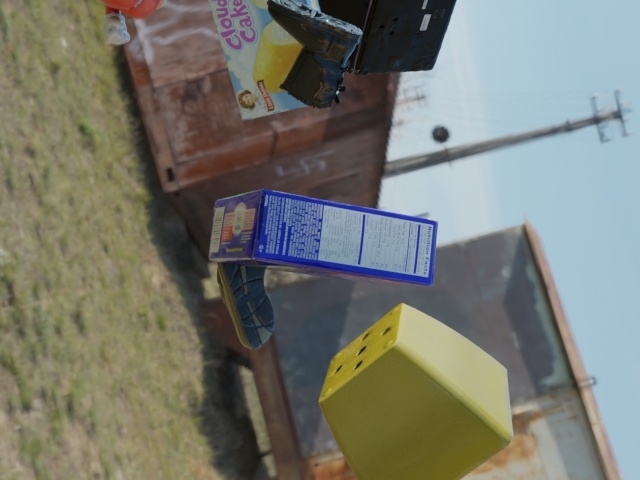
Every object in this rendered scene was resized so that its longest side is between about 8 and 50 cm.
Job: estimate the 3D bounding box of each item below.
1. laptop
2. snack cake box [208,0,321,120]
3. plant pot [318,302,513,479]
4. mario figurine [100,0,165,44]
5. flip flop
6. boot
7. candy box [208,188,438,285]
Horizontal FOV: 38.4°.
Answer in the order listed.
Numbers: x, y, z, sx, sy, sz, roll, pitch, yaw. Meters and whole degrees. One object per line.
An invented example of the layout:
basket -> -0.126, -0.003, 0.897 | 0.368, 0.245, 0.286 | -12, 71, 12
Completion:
laptop -> 0.100, -0.438, 1.706 | 0.234, 0.264, 0.137 | 105, -28, -50
snack cake box -> -0.078, -0.333, 1.415 | 0.089, 0.152, 0.265 | -63, 140, -68
plant pot -> 0.117, 0.216, 1.262 | 0.187, 0.212, 0.212 | 46, 19, -8
mario figurine -> -0.353, -0.503, 1.829 | 0.320, 0.170, 0.198 | -105, -170, -66
flip flop -> -0.152, 0.075, 1.736 | 0.080, 0.112, 0.277 | 17, -54, 43
boot -> -0.019, -0.212, 1.046 | 0.045, 0.121, 0.099 | -86, -160, -61
candy box -> 0.000, 0.000, 1.564 | 0.268, 0.317, 0.122 | 177, -78, -68
